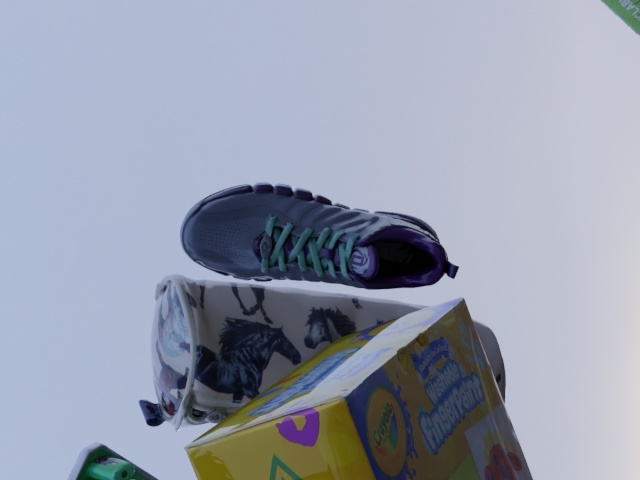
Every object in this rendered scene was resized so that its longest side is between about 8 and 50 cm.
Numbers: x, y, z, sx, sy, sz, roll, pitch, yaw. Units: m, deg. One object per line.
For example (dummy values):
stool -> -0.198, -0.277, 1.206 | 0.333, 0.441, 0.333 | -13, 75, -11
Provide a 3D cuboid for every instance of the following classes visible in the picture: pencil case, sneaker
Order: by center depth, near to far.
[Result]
sneaker -> 0.000, 0.000, 1.370 | 0.098, 0.223, 0.083 | -148, 62, -76
pencil case -> 0.013, 0.148, 1.851 | 0.160, 0.410, 0.184 | 127, 145, -51

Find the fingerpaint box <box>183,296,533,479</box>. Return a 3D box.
fingerpaint box -> 0.079, 0.284, 1.564 | 0.371, 0.163, 0.445 | 69, -161, -3

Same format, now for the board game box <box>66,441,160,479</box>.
board game box -> -0.173, 0.446, 1.617 | 0.390, 0.050, 0.390 | 43, -115, -46

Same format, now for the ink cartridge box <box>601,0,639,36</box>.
ink cartridge box -> 0.216, -0.197, 0.706 | 0.189, 0.255, 0.097 | 52, -178, 36
